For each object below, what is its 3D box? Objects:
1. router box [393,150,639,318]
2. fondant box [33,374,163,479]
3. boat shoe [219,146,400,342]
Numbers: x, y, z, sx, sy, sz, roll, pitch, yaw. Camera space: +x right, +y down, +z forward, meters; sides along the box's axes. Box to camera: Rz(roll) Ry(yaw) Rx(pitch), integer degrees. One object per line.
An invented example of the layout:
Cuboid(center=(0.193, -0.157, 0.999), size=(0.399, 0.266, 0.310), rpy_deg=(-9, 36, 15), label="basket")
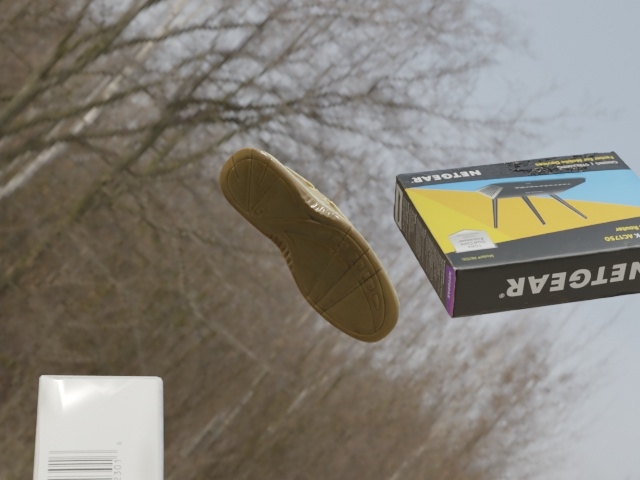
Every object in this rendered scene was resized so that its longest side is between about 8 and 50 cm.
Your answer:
Cuboid(center=(0.157, -0.008, 0.863), size=(0.133, 0.179, 0.046), rpy_deg=(-115, -158, -54), label="router box")
Cuboid(center=(-0.179, 0.281, 0.954), size=(0.096, 0.238, 0.330), rpy_deg=(1, -31, -9), label="fondant box")
Cuboid(center=(0.000, 0.000, 0.682), size=(0.135, 0.050, 0.045), rpy_deg=(51, 15, 12), label="boat shoe")
